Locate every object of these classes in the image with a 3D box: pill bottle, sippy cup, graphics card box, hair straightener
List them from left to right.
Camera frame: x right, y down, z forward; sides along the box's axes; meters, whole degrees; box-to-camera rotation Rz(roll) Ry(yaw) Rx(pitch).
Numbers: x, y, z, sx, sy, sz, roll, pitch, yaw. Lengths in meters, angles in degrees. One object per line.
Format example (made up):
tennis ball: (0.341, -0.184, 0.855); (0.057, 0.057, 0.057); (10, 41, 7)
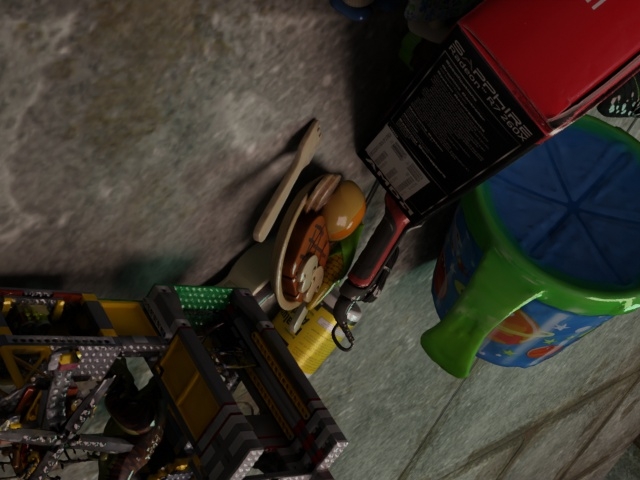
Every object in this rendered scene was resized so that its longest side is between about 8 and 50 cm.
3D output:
pill bottle: (-0.019, 0.094, 1.046); (0.116, 0.065, 0.065); (-51, 153, 10)
hair straightener: (0.071, 0.002, 0.991); (0.230, 0.047, 0.089); (-63, 167, -15)
sippy cup: (0.227, 0.017, 1.138); (0.305, 0.240, 0.224); (-5, 150, -19)
graphics card box: (0.166, -0.135, 0.792); (0.232, 0.094, 0.371); (-39, 178, -9)

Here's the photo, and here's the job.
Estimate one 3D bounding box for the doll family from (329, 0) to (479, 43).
doll family: (0.127, -0.234, 0.726); (0.263, 0.118, 0.163); (-34, 154, -25)

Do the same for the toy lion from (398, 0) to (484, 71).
toy lion: (0.108, -0.183, 0.878); (0.100, 0.034, 0.096); (-32, 158, -25)

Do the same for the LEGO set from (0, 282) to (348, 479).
LEGO set: (-0.143, 0.166, 0.773); (0.331, 0.192, 0.255); (16, 121, -50)

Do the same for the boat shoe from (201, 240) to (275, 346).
boat shoe: (-0.081, 0.057, 0.930); (0.137, 0.049, 0.043); (-43, 156, -14)

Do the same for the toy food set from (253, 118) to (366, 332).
toy food set: (0.000, 0.000, 0.922); (0.132, 0.038, 0.192); (-63, 159, -22)

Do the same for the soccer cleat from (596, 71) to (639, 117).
soccer cleat: (0.382, -0.165, 1.238); (0.179, 0.072, 0.060); (-16, 141, -44)
